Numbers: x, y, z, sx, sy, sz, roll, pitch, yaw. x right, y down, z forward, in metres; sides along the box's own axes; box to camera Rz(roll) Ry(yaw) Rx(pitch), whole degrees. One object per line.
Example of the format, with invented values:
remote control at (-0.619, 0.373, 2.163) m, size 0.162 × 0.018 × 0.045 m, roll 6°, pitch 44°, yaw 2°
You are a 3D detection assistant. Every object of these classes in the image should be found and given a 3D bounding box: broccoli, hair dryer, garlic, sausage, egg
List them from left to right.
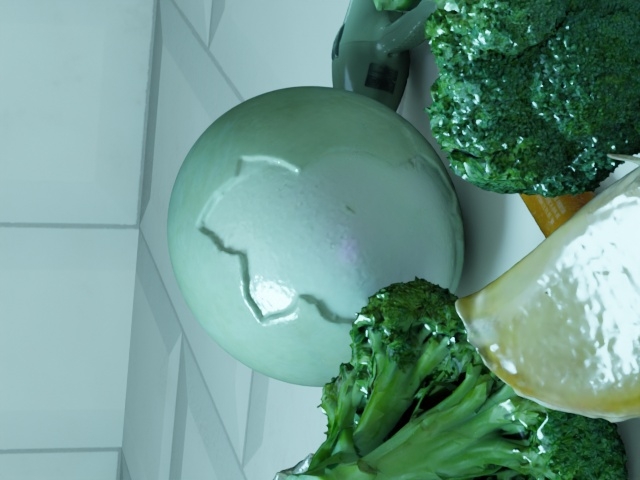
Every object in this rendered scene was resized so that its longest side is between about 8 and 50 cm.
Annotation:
egg at (0.000, 0.000, 1.629) m, size 0.336 × 0.278 × 0.278 m, roll -130°, pitch 43°, yaw -59°
hair dryer at (0.078, -0.250, 1.769) m, size 0.225 × 0.088 × 0.219 m, roll -53°, pitch 33°, yaw 44°
broccoli at (0.097, 0.178, 1.324) m, size 0.308 × 0.275 × 0.307 m, roll 8°, pitch 101°, yaw 47°
sausage at (0.173, -0.076, 1.427) m, size 0.347 × 0.053 × 0.053 m, roll -111°, pitch 26°, yaw -53°
broccoli at (0.143, -0.163, 1.149) m, size 0.270 × 0.270 × 0.270 m, roll 31°, pitch 132°, yaw 20°
garlic at (0.201, 0.026, 1.126) m, size 0.245 × 0.164 × 0.145 m, roll 127°, pitch 153°, yaw -50°

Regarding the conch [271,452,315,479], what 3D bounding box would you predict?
conch at (-0.021, 0.341, 2.017) m, size 0.178 × 0.163 × 0.245 m, roll -58°, pitch -4°, yaw -5°
